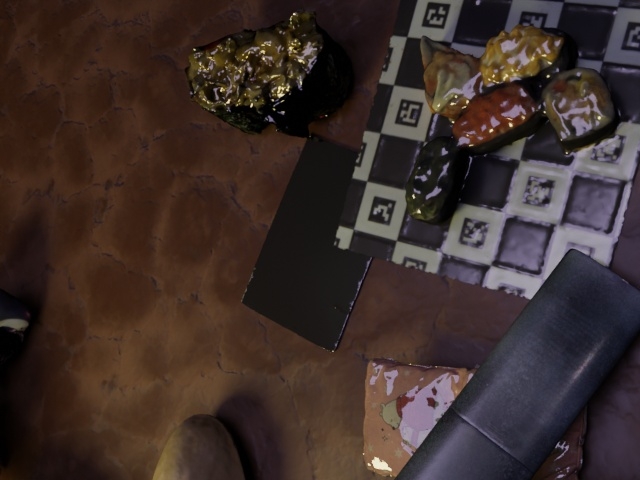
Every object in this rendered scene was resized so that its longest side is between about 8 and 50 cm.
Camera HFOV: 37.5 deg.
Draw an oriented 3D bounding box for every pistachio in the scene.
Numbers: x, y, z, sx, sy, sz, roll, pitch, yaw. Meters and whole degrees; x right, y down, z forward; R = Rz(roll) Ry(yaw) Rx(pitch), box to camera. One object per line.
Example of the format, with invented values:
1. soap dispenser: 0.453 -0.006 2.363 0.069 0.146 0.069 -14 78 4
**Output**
1. pistachio: -0.154 0.308 1.181 0.126 0.108 0.186 -13 64 12

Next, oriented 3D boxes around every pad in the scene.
1. pad: 0.000 0.000 1.194 0.163 0.004 0.243 25 95 34

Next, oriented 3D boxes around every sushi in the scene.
1. sushi: 0.185 -0.130 1.059 0.343 0.064 0.359 16 91 33
2. sushi: -0.073 -0.201 1.211 0.212 0.115 0.147 -2 80 32

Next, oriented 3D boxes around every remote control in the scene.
1. remote control: 0.183 0.184 0.944 0.107 0.044 0.377 36 84 20

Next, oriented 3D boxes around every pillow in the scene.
1. pillow: 0.164 0.202 1.026 0.248 0.049 0.135 0 82 29

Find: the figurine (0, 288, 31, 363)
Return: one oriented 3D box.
1. figurine: -0.546 0.148 1.449 0.222 0.145 0.145 -43 62 21
